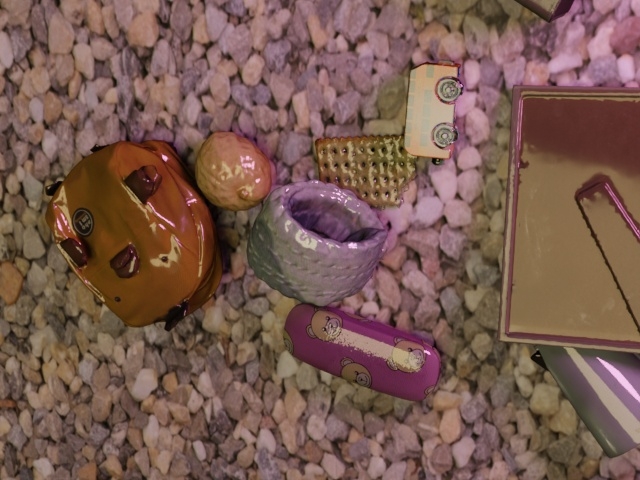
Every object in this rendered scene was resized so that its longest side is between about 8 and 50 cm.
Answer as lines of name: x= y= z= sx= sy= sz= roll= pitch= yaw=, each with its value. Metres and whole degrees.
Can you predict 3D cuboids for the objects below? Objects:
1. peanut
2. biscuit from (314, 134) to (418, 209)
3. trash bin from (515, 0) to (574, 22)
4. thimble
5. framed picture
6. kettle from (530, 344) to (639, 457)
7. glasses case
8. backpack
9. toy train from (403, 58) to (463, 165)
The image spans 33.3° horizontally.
peanut: x=-0.166 y=-0.128 z=2.031 sx=0.159 sy=0.109 sz=0.140 roll=36 pitch=130 yaw=12
biscuit: x=0.087 y=-0.126 z=1.986 sx=0.203 sy=0.016 sz=0.144 roll=2 pitch=107 yaw=22
trash bin: x=0.309 y=-0.466 z=1.716 sx=0.241 sy=0.164 sz=0.122 roll=34 pitch=115 yaw=12
thimble: x=0.000 y=0.000 z=1.946 sx=0.250 sy=0.204 sz=0.172 roll=17 pitch=130 yaw=-17
framed picture: x=0.470 y=-0.036 z=1.792 sx=0.326 sy=0.028 sz=0.446 roll=5 pitch=92 yaw=20
kettle: x=0.510 y=0.218 z=1.868 sx=0.211 sy=0.160 sz=0.243 roll=-39 pitch=83 yaw=8
glasses case: x=0.077 y=0.213 z=2.061 sx=0.316 sy=0.076 sz=0.123 roll=18 pitch=112 yaw=15
backpack: x=-0.357 y=-0.010 z=2.094 sx=0.353 sy=0.201 sz=0.378 roll=-41 pitch=86 yaw=31
toy train: x=0.197 y=-0.224 z=1.872 sx=0.099 sy=0.072 sz=0.188 roll=6 pitch=105 yaw=7
